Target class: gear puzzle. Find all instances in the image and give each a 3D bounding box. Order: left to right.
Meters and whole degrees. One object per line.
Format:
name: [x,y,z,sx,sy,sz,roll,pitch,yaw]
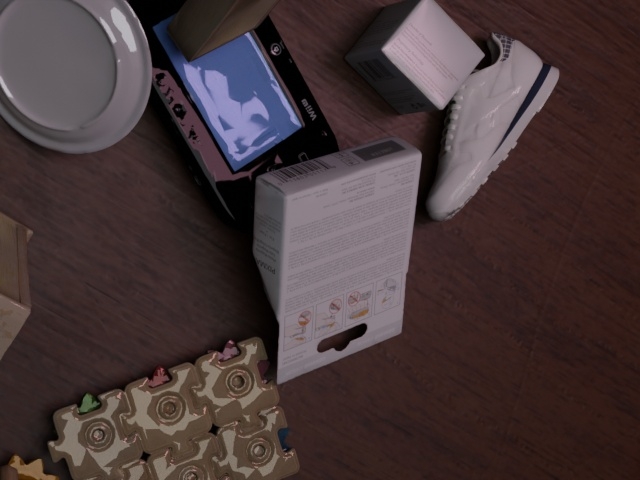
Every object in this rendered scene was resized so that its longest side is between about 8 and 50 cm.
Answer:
gear puzzle: [-0.195,0.231,1.603,0.339,0.044,0.175,-19,99,-18]

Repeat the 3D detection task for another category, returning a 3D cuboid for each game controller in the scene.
game controller: [-0.103,-0.171,1.624,0.166,0.067,0.319,-34,103,-19]

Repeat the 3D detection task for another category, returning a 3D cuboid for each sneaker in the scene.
sneaker: [0.175,-0.127,1.739,0.095,0.090,0.235,36,73,-6]

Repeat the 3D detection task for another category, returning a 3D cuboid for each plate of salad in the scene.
plate of salad: [-0.255,-0.184,1.523,0.200,0.200,0.048,63,27,-11]

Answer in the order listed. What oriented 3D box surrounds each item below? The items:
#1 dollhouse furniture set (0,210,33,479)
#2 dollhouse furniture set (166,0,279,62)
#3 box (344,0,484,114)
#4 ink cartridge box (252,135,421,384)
dollhouse furniture set: [-0.446,0.145,1.440,0.362,0.256,0.394,31,100,-19]
dollhouse furniture set: [-0.134,-0.327,1.509,0.212,0.161,0.242,-33,87,-33]
box: [0.103,-0.204,1.690,0.102,0.101,0.087,42,75,-19]
ink cartridge box: [0.014,0.018,1.636,0.189,0.066,0.232,-19,131,-35]
